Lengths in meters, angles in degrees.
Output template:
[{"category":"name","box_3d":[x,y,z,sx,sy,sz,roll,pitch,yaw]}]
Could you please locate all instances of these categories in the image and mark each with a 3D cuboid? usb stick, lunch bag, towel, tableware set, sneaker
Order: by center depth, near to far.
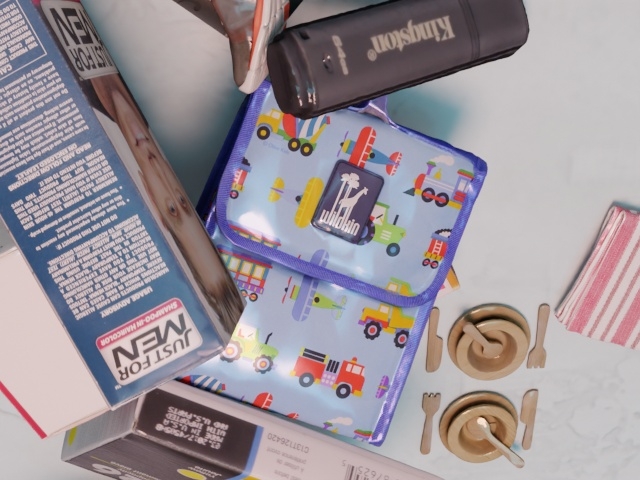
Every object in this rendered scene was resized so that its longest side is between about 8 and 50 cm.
[{"category":"sneaker","box_3d":[-0.063,-0.196,1.113,0.065,0.061,0.158,14,118,14]},{"category":"usb stick","box_3d":[0.072,-0.167,1.179,0.278,0.045,0.077,-21,104,-36]},{"category":"lunch bag","box_3d":[0.000,0.000,1.236,0.221,0.138,0.293,19,105,-14]},{"category":"towel","box_3d":[0.353,0.048,1.432,0.197,0.029,0.144,15,116,-18]},{"category":"tableware set","box_3d":[0.174,0.158,1.459,0.128,0.039,0.194,-2,119,-7]}]

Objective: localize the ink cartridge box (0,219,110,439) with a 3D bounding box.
[{"category":"ink cartridge box","box_3d":[-0.239,0.026,1.217,0.100,0.237,0.172,-27,119,11]}]

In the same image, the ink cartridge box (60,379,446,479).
[{"category":"ink cartridge box","box_3d":[-0.083,0.223,1.334,0.304,0.072,0.307,21,156,-19]}]

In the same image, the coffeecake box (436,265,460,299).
[{"category":"coffeecake box","box_3d":[0.027,-0.007,1.330,0.142,0.068,0.185,-27,119,9]}]

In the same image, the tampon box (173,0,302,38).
[{"category":"tampon box","box_3d":[-0.055,-0.259,1.159,0.120,0.101,0.161,32,111,-22]}]

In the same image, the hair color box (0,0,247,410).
[{"category":"hair color box","box_3d":[-0.187,-0.061,1.069,0.105,0.174,0.347,-27,97,6]}]
